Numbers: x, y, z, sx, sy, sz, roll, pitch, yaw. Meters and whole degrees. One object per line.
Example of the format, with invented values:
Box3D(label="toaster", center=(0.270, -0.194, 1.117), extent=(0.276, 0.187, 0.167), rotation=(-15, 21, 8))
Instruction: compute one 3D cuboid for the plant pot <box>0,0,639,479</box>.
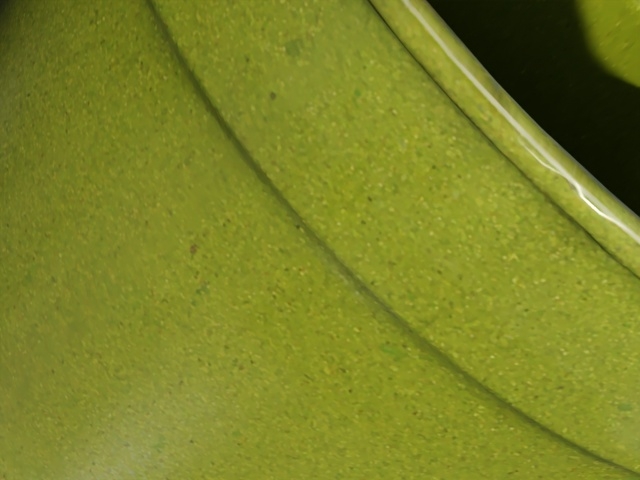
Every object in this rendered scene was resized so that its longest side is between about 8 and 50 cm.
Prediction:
Box3D(label="plant pot", center=(0.000, 0.000, 0.632), extent=(0.366, 0.353, 0.366), rotation=(30, 36, -25))
